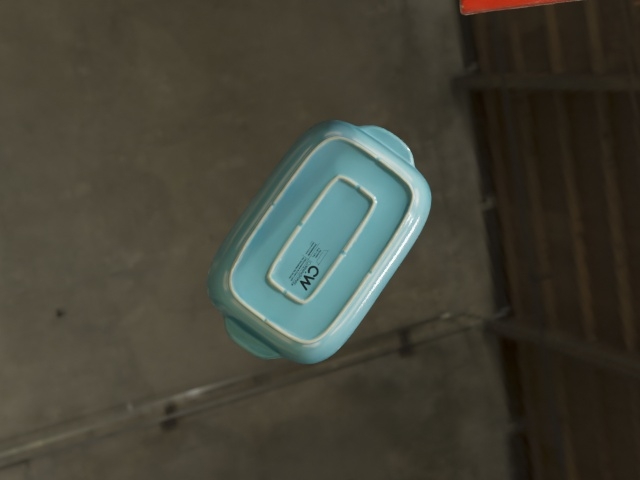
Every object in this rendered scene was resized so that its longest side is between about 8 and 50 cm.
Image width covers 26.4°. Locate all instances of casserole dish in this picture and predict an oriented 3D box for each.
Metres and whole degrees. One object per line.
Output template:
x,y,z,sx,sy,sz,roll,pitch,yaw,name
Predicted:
0.000,0.000,0.964,0.114,0.188,0.037,35,-3,0,casserole dish

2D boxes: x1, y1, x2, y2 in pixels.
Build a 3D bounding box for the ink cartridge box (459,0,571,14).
0.210,-0.244,0.800,0.060,0.275,0.239,73,17,-45,ink cartridge box
